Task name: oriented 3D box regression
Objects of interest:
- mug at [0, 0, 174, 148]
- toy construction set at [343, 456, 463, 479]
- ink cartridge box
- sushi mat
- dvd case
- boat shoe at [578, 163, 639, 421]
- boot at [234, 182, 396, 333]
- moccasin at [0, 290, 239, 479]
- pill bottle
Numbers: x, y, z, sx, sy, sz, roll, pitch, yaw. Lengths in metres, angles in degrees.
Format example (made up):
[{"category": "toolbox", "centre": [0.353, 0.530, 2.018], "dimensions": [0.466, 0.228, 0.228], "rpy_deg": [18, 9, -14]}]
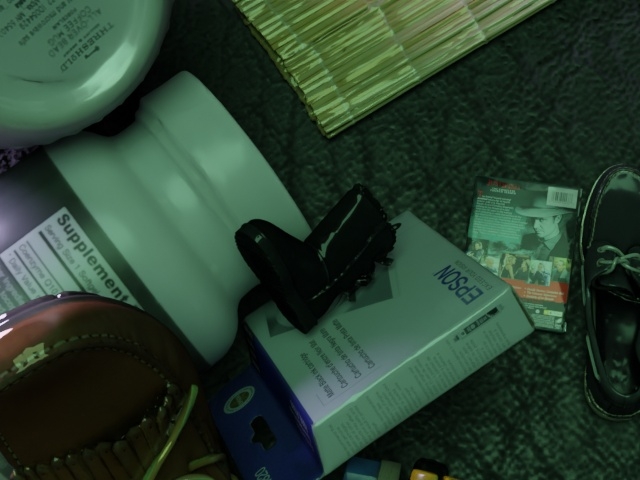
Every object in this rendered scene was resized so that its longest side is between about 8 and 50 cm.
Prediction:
[{"category": "mug", "centre": [-0.289, -0.179, 0.999], "dimensions": [0.374, 0.276, 0.328], "rpy_deg": [-32, 33, -15]}, {"category": "toy construction set", "centre": [0.079, 0.273, 0.848], "dimensions": [0.309, 0.237, 0.257], "rpy_deg": [36, 78, 5]}, {"category": "ink cartridge box", "centre": [0.016, 0.078, 1.025], "dimensions": [0.224, 0.223, 0.045], "rpy_deg": [-36, 111, -5]}, {"category": "sushi mat", "centre": [0.098, -0.224, 1.190], "dimensions": [0.317, 0.019, 0.151], "rpy_deg": [-32, 74, -4]}, {"category": "dvd case", "centre": [0.158, 0.010, 1.126], "dimensions": [0.087, 0.013, 0.119], "rpy_deg": [7, 77, 7]}, {"category": "boat shoe", "centre": [0.236, 0.034, 1.085], "dimensions": [0.075, 0.065, 0.206], "rpy_deg": [4, 76, 7]}, {"category": "boot", "centre": [0.000, 0.000, 0.989], "dimensions": [0.099, 0.121, 0.045], "rpy_deg": [-45, 48, -14]}, {"category": "moccasin", "centre": [-0.123, 0.164, 0.917], "dimensions": [0.139, 0.380, 0.147], "rpy_deg": [-23, 53, -8]}, {"category": "pill bottle", "centre": [-0.193, 0.050, 1.048], "dimensions": [0.363, 0.210, 0.210], "rpy_deg": [-38, 75, -6]}]
